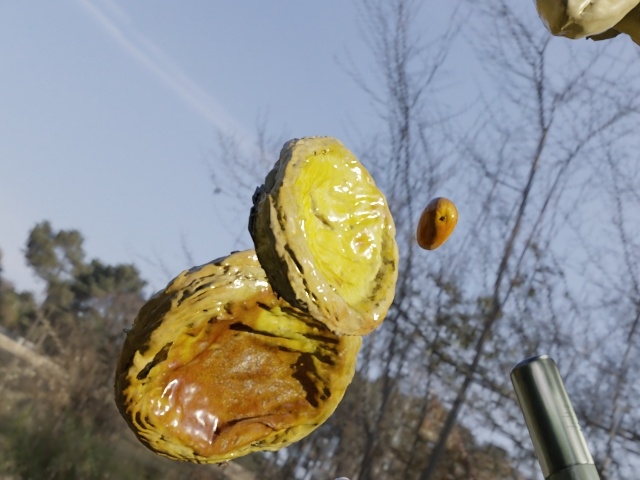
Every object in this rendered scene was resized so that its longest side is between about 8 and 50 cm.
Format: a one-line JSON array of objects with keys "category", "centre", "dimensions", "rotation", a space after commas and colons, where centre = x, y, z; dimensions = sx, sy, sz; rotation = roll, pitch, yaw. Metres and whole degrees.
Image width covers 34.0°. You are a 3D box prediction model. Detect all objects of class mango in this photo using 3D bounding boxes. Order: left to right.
[{"category": "mango", "centre": [0.143, -0.019, 1.313], "dimensions": [0.046, 0.060, 0.089], "rotation": [16, -28, -3]}]

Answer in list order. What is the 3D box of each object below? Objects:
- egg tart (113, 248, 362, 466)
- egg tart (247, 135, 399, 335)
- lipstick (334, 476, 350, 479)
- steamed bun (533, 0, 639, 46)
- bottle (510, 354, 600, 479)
[{"category": "egg tart", "centre": [-0.114, 0.144, 1.405], "dimensions": [0.352, 0.352, 0.150], "rotation": [42, 5, -38]}, {"category": "egg tart", "centre": [0.000, 0.000, 0.907], "dimensions": [0.074, 0.191, 0.191], "rotation": [-18, -43, 31]}, {"category": "lipstick", "centre": [0.058, 0.396, 1.511], "dimensions": [0.040, 0.040, 0.141], "rotation": [42, 1, -38]}, {"category": "steamed bun", "centre": [0.275, -0.285, 0.920], "dimensions": [0.296, 0.292, 0.137], "rotation": [29, -11, -9]}, {"category": "bottle", "centre": [0.361, 0.303, 1.616], "dimensions": [0.096, 0.253, 0.079], "rotation": [13, -38, -44]}]
